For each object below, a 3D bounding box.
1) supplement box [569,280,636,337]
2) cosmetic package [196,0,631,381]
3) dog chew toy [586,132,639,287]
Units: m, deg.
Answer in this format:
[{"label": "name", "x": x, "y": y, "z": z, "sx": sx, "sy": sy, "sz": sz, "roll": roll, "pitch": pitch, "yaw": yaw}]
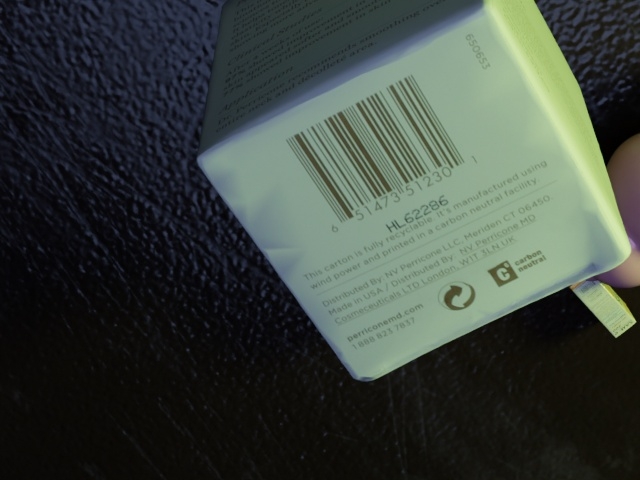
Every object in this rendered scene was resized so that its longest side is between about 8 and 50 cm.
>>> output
[{"label": "supplement box", "x": 0.364, "y": 0.073, "z": 1.809, "sx": 0.036, "sy": 0.062, "sz": 0.098, "roll": -40, "pitch": 107, "yaw": 12}, {"label": "cosmetic package", "x": 0.098, "y": -0.133, "z": 1.502, "sx": 0.329, "sy": 0.394, "sz": 0.327, "roll": -26, "pitch": 119, "yaw": 17}, {"label": "dog chew toy", "x": 0.444, "y": -0.064, "z": 1.687, "sx": 0.332, "sy": 0.207, "sz": 0.206, "roll": -41, "pitch": 106, "yaw": 20}]
